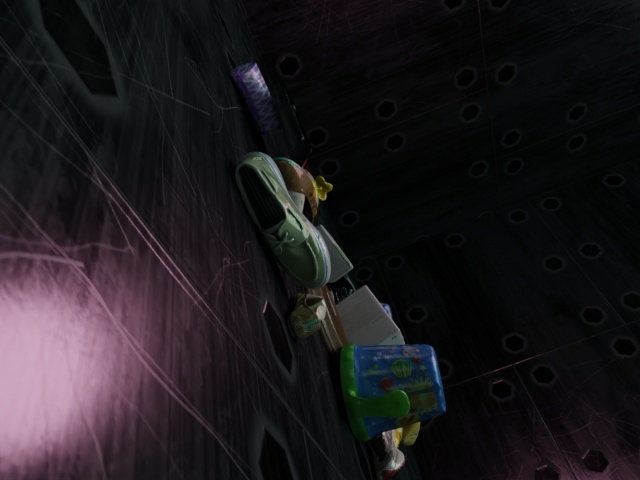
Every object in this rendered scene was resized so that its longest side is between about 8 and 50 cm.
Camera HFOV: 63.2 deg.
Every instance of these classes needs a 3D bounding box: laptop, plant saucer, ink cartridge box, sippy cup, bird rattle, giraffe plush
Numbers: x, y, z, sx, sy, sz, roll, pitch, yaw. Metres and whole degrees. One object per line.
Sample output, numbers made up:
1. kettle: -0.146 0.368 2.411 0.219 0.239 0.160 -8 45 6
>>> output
1. laptop: -0.109 -0.294 1.541 0.234 0.136 0.264 -5 74 -86
2. plant saucer: 0.020 0.208 1.419 0.278 0.041 0.278 -22 90 -86
3. ink cartridge box: 0.020 0.045 1.589 0.154 0.093 0.212 53 4 6
4. sippy cup: 0.182 0.353 1.269 0.305 0.224 0.240 -85 160 -56
5. bird rattle: -0.051 -0.210 1.974 0.253 0.143 0.207 58 28 -53
6. giraffe plush: 0.246 0.525 1.676 0.170 0.210 0.181 28 -26 57

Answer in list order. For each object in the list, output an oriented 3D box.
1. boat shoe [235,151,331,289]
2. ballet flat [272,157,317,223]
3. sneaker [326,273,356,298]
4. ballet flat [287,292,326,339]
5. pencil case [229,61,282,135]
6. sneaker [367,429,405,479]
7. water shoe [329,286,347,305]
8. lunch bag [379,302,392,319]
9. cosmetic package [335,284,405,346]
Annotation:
1. boat shoe: -0.081 -0.027 1.013 0.302 0.109 0.094 59 22 -10
2. ballet flat: -0.074 -0.104 1.428 0.342 0.116 0.124 67 23 -73
3. sneaker: 0.092 0.218 1.860 0.302 0.108 0.121 61 8 -13
4. ballet flat: -0.020 0.145 1.038 0.206 0.067 0.073 -86 154 -80
5. pencil case: -0.187 -0.407 1.505 0.088 0.086 0.206 -56 133 -39
6. sneaker: 0.155 0.539 1.355 0.093 0.088 0.225 48 7 -7
7. water shoe: 0.087 0.252 1.731 0.073 0.080 0.203 -96 164 -73
8. lunch bag: 0.194 0.335 1.851 0.176 0.090 0.219 -39 127 -40
9. cosmetic package: 0.141 0.270 1.593 0.184 0.151 0.151 54 -3 32
